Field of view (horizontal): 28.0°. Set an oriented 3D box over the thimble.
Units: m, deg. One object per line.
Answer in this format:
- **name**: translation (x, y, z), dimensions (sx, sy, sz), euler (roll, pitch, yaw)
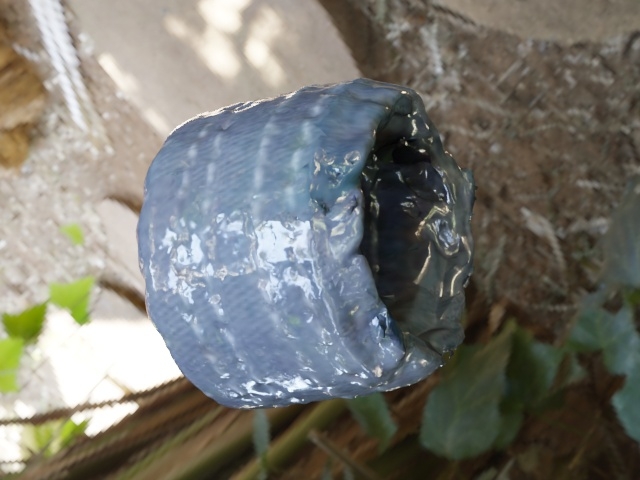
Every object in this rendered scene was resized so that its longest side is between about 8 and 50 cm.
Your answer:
- **thimble**: translation (0.000, 0.000, 0.880), dimensions (0.172, 0.236, 0.205), euler (-10, 113, 26)
